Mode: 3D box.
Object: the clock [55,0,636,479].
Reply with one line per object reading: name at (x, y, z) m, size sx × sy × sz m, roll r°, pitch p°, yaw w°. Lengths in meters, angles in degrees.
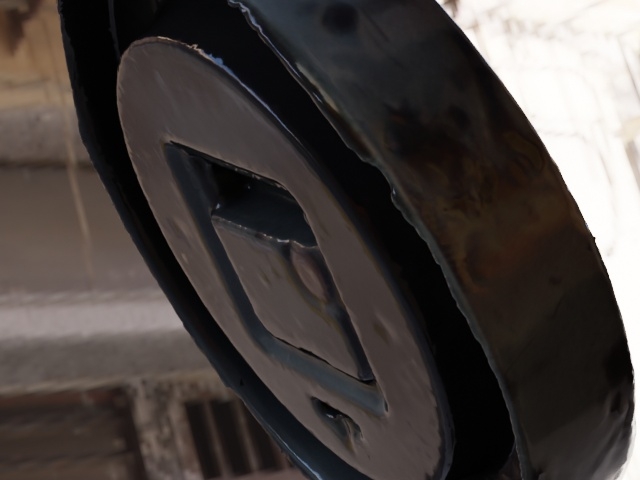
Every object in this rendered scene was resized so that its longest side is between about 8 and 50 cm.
clock at (0.000, 0.000, 0.705) m, size 0.067 × 0.325 × 0.325 m, roll -34°, pitch -11°, yaw -20°
